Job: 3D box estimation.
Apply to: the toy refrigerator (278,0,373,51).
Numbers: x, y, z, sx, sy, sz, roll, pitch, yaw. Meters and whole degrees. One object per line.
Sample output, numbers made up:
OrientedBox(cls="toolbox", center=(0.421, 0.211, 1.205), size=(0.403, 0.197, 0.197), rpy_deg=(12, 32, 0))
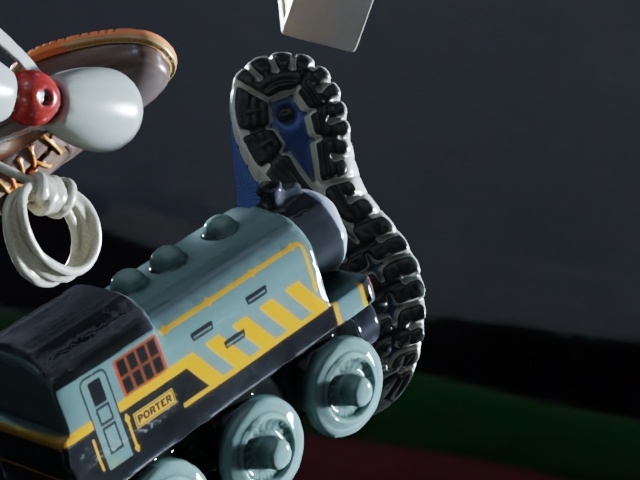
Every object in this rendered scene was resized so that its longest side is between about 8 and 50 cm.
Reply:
OrientedBox(cls="toy refrigerator", center=(0.030, -0.347, 1.677), size=(0.094, 0.269, 0.102), rpy_deg=(12, -148, -12))

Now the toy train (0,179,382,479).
OrientedBox(cls="toy train", center=(-0.090, 0.092, 1.134), size=(0.334, 0.190, 0.142), rpy_deg=(-33, -151, -34))

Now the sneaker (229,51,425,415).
OrientedBox(cls="sneaker", center=(0.000, 0.000, 1.442), size=(0.129, 0.330, 0.147), rpy_deg=(-14, 172, -12))

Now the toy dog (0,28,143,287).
OrientedBox(cls="toy dog", center=(-0.312, -0.111, 1.256), size=(0.161, 0.220, 0.333), rpy_deg=(-1, 154, 40))

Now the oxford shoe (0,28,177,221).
OrientedBox(cls="oxford shoe", center=(-0.300, -0.092, 1.633), size=(0.363, 0.130, 0.133), rpy_deg=(-28, -131, 16))
